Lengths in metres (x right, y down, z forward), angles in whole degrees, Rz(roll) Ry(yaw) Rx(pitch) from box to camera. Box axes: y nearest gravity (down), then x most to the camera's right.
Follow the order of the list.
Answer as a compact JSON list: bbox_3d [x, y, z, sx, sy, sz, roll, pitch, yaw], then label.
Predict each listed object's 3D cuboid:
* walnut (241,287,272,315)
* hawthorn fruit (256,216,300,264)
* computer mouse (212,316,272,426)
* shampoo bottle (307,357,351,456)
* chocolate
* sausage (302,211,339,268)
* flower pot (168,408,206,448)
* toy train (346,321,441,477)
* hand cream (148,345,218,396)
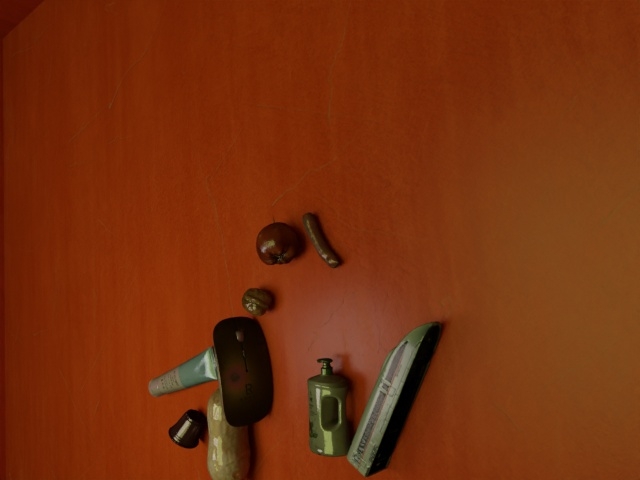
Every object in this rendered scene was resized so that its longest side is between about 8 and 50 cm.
[{"bbox_3d":[-0.186,0.180,1.470,0.096,0.082,0.079,16,71,40],"label":"walnut"},{"bbox_3d":[-0.120,0.009,1.402,0.125,0.125,0.140,-67,21,16],"label":"hawthorn fruit"},{"bbox_3d":[-0.227,0.376,1.451,0.072,0.158,0.310,-25,72,56],"label":"computer mouse"},{"bbox_3d":[0.020,0.422,1.287,0.118,0.087,0.234,-6,84,41],"label":"shampoo bottle"},{"bbox_3d":[-0.277,0.587,1.495,0.134,0.134,0.309,-10,82,38],"label":"chocolate"},{"bbox_3d":[-0.001,0.000,1.348,0.047,0.040,0.177,-39,66,24],"label":"sausage"},{"bbox_3d":[-0.429,0.609,1.639,0.111,0.111,0.089,34,98,34],"label":"flower pot"},{"bbox_3d":[0.171,0.354,1.172,0.088,0.086,0.407,31,107,41],"label":"toy train"},{"bbox_3d":[-0.459,0.456,1.700,0.312,0.070,0.111,-25,71,27],"label":"hand cream"}]
